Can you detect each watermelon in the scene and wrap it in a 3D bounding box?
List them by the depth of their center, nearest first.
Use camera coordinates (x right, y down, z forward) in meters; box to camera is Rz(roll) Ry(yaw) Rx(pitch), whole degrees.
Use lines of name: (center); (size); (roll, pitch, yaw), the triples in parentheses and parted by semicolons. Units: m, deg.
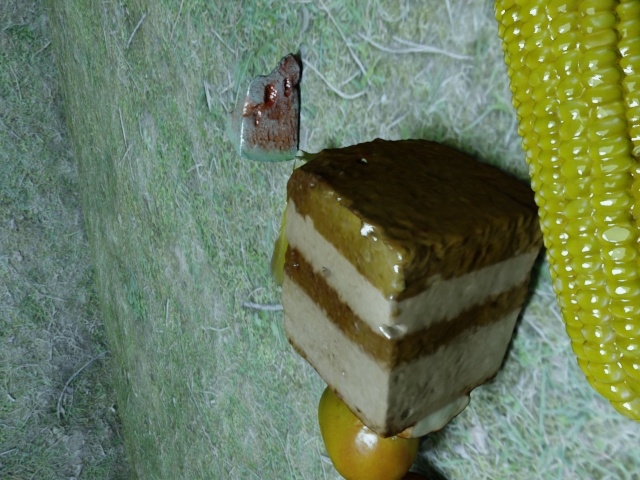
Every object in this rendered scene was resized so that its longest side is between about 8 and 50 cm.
watermelon: (-0.078, -0.180, 0.794); (0.158, 0.098, 0.121); (-38, 71, 49)

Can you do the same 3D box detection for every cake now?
cake: (0.085, 0.058, 0.570); (0.199, 0.196, 0.292); (38, 136, 44)

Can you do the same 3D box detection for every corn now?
corn: (0.216, -0.049, 0.380); (0.144, 0.144, 0.387); (-17, 90, 56)

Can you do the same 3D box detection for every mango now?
mango: (0.053, 0.251, 0.724); (0.253, 0.113, 0.138); (147, 109, -74)

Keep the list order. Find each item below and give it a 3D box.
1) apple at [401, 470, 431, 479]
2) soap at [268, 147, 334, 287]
apple: (0.116, 0.365, 0.700); (0.126, 0.102, 0.126); (-165, 90, -87)
soap: (0.001, 0.000, 0.761); (0.135, 0.076, 0.233); (47, 138, 37)
